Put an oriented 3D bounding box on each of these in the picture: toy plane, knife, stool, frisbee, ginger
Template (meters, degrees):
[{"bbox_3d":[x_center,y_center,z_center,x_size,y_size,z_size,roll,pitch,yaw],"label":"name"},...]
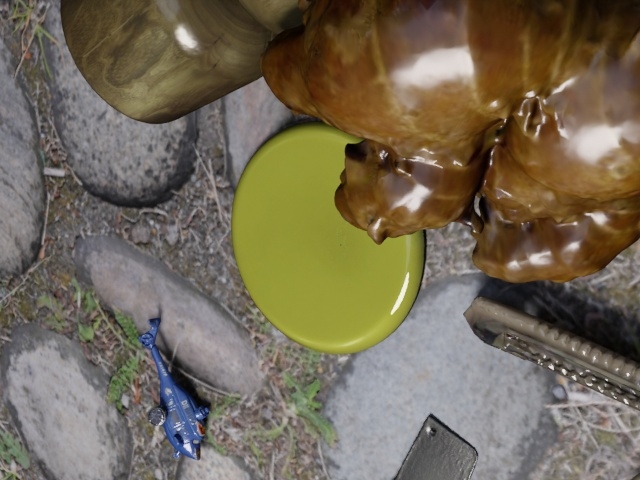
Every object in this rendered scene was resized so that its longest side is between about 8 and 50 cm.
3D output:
[{"bbox_3d":[-0.166,0.169,1.141,0.062,0.054,0.167,-24,85,11],"label":"toy plane"},{"bbox_3d":[0.269,0.134,0.812,0.365,0.043,0.089,24,142,30],"label":"knife"},{"bbox_3d":[-0.087,-0.231,0.920,0.264,0.179,0.179,-19,88,36],"label":"stool"},{"bbox_3d":[0.082,0.288,1.003,0.072,0.019,0.245,36,116,23],"label":"knife"},{"bbox_3d":[0.000,0.000,1.004,0.236,0.017,0.236,7,103,34],"label":"frisbee"},{"bbox_3d":[0.128,-0.106,0.769,0.358,0.152,0.274,20,136,-2],"label":"ginger"}]

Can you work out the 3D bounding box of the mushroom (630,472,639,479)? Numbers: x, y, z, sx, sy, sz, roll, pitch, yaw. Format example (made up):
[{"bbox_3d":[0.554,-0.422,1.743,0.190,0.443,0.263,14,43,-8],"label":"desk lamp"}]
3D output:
[{"bbox_3d":[0.279,0.228,0.812,0.085,0.079,0.085,13,112,33],"label":"mushroom"}]
